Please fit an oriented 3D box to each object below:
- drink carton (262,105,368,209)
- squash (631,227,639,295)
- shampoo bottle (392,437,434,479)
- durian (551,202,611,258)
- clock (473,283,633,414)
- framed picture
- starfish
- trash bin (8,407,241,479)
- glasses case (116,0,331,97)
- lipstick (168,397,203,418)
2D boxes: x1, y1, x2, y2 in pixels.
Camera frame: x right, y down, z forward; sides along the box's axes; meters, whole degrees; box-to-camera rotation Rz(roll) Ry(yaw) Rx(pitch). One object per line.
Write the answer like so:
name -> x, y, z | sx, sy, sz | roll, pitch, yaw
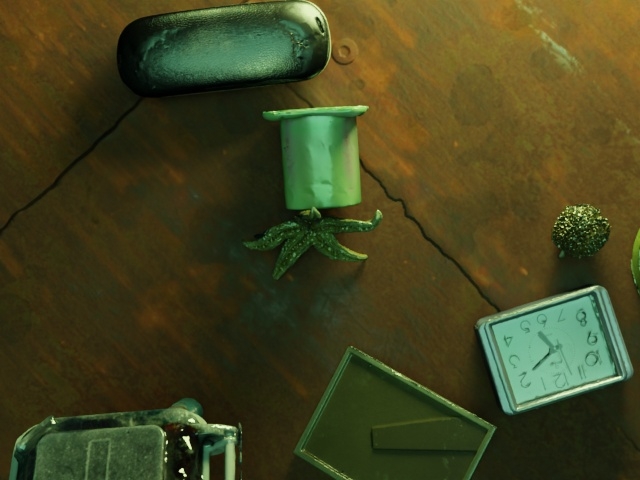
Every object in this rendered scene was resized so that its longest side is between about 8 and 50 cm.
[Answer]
drink carton -> -0.001, -0.119, 1.478 | 0.146, 0.144, 0.143 | -4, 99, 7
squash -> 0.558, 0.034, 1.486 | 0.219, 0.041, 0.219 | 0, 90, -1
shampoo bottle -> 0.127, 0.376, 1.499 | 0.087, 0.050, 0.183 | 20, 91, 8
durian -> 0.370, -0.009, 1.482 | 0.080, 0.080, 0.091 | 31, 108, 4
clock -> 0.329, 0.157, 1.478 | 0.193, 0.073, 0.145 | -18, 88, 3
framed picture -> 0.102, 0.286, 1.482 | 0.250, 0.016, 0.184 | 26, 91, 22
starfish -> 0.000, 0.000, 1.480 | 0.208, 0.176, 0.053 | -24, 50, 39
trash bin -> -0.228, 0.404, 1.354 | 0.295, 0.368, 0.256 | -6, 49, 0
glasses case -> -0.142, -0.278, 1.513 | 0.314, 0.075, 0.122 | -7, 91, 4
lipstick -> -0.202, 0.256, 1.468 | 0.048, 0.158, 0.048 | 0, 89, 3
